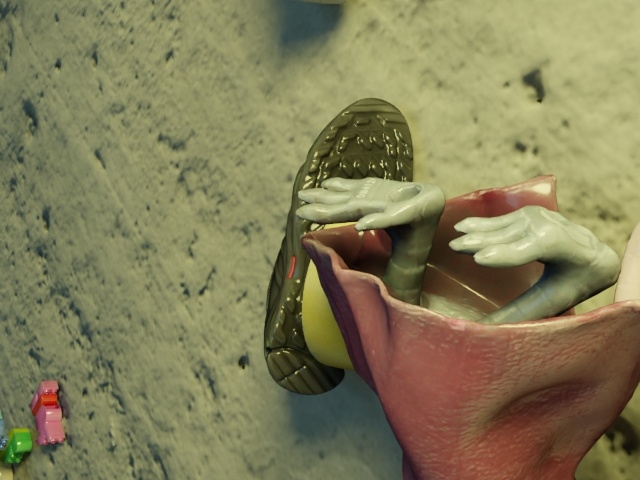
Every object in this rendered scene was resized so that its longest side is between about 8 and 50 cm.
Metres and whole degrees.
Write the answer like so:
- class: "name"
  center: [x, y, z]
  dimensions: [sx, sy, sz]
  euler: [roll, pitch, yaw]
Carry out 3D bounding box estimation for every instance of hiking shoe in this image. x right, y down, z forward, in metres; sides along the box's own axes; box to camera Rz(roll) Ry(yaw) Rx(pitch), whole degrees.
- class: "hiking shoe"
  center: [0.000, 0.000, 0.866]
  dimensions: [0.114, 0.086, 0.226]
  euler: [-179, 109, -75]

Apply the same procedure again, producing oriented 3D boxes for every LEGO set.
- class: "LEGO set"
  center: [-0.380, 0.274, 1.356]
  dimensions: [0.227, 0.087, 0.093]
  euler: [-56, 46, 35]

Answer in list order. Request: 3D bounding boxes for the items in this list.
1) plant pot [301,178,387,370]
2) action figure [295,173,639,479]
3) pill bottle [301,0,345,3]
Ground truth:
- class: "plant pot"
  center: [0.065, 0.035, 0.764]
  dimensions: [0.095, 0.134, 0.134]
  euler: [18, 102, 30]
- class: "action figure"
  center: [0.100, 0.141, 0.647]
  dimensions: [0.248, 0.276, 0.370]
  euler: [-94, -8, -71]
- class: "pill bottle"
  center: [-0.004, -0.283, 0.886]
  dimensions: [0.103, 0.103, 0.184]
  euler: [14, 98, 53]
